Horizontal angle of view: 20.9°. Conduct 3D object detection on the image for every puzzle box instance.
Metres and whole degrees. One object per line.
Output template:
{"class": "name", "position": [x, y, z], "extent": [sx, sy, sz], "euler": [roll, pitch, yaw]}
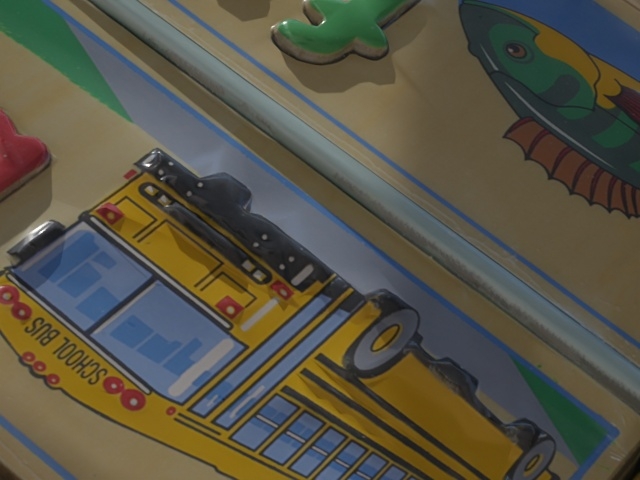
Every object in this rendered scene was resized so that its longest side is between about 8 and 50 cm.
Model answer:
{"class": "puzzle box", "position": [0.000, 0.000, 0.442], "extent": [0.409, 0.272, 0.052], "euler": [37, -40, 14]}
